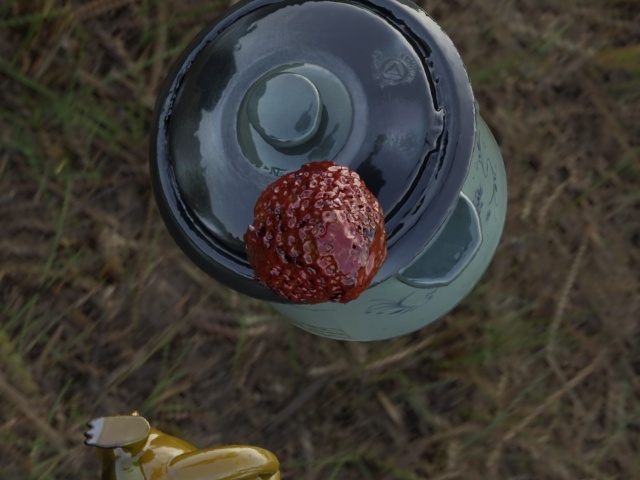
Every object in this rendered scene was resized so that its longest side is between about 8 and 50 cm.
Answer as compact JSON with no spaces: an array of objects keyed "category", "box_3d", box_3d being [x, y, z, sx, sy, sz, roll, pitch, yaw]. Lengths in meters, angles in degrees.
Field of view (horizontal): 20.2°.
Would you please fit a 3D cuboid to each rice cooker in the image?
[{"category":"rice cooker","box_3d":[0.011,-0.061,1.454,0.316,0.316,0.264,40,89,-4]}]

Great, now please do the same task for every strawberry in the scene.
[{"category":"strawberry","box_3d":[0.000,0.000,0.986,0.083,0.096,0.083,-1,93,-16]}]

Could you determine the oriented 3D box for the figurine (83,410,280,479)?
[{"category":"figurine","box_3d":[-0.085,0.168,1.143,0.122,0.176,0.121,-13,65,-12]}]
